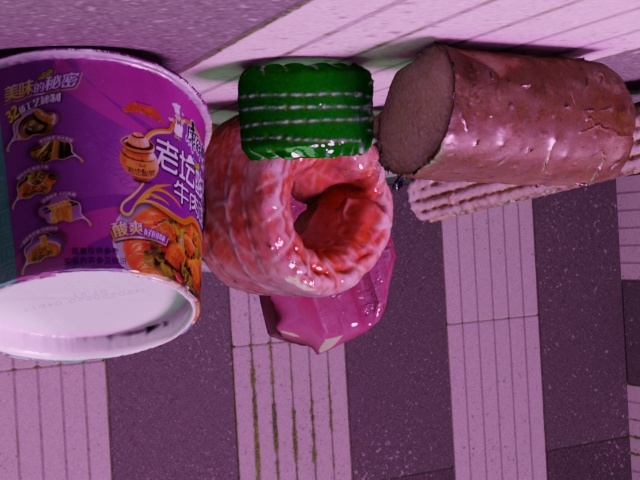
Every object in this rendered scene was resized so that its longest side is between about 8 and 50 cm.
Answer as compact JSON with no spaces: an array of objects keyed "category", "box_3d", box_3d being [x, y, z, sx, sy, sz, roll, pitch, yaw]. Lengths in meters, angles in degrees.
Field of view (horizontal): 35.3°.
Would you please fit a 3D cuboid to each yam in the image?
[{"category":"yam","box_3d":[0.178,-0.113,0.935,0.238,0.128,0.129,0,-159,-28]}]

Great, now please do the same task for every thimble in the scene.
[{"category":"thimble","box_3d":[-0.037,-0.049,1.226,0.162,0.239,0.239,-7,177,45]},{"category":"thimble","box_3d":[-0.013,-0.121,0.948,0.130,0.090,0.118,-2,-177,-3]}]

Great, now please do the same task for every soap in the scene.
[{"category":"soap","box_3d":[0.000,0.000,1.498,0.220,0.324,0.127,-14,175,-5]}]

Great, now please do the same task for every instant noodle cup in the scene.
[{"category":"instant noodle cup","box_3d":[-0.208,-0.015,0.863,0.251,0.190,0.251,-7,154,-4]}]

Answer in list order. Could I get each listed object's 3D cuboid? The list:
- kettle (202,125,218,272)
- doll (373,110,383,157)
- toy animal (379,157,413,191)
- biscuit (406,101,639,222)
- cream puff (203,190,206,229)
[{"category":"kettle","box_3d":[-0.300,-0.051,1.413,0.318,0.205,0.265,0,-168,25]},{"category":"doll","box_3d":[0.137,-0.142,1.401,0.203,0.091,0.286,8,-171,-7]},{"category":"toy animal","box_3d":[0.139,-0.128,1.643,0.220,0.108,0.062,34,-160,21]},{"category":"biscuit","box_3d":[0.314,-0.110,1.301,0.426,0.078,0.144,-14,-173,39]},{"category":"cream puff","box_3d":[-0.247,-0.037,1.112,0.239,0.239,0.165,-3,-139,27]}]
